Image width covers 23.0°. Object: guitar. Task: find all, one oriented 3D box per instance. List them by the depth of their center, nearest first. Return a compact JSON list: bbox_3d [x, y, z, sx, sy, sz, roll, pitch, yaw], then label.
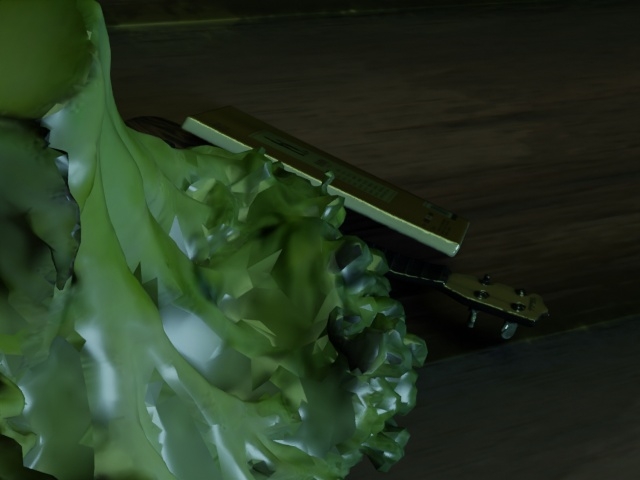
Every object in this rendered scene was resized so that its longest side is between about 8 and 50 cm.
[{"bbox_3d":[0.000,0.002,0.900,0.271,0.038,0.084,22,37,1],"label":"guitar"}]

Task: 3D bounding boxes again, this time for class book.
[{"bbox_3d":[0.008,-0.038,0.937,0.172,0.012,0.118,26,10,5],"label":"book"}]

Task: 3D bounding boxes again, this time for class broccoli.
[{"bbox_3d":[-0.138,0.041,0.641,0.324,0.272,0.334,-8,34,27],"label":"broccoli"}]
